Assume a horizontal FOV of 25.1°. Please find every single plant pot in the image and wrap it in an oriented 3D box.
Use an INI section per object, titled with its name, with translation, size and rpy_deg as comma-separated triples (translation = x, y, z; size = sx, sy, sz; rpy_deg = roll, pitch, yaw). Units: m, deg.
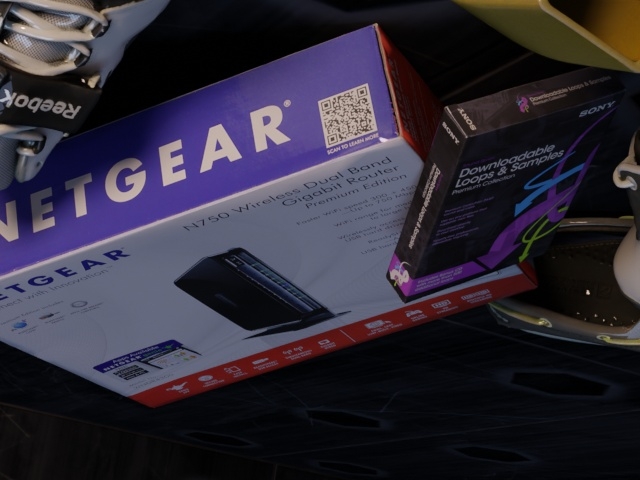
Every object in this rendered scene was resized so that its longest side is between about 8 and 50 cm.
[plant pot]
translation = 0.104, -0.129, 0.666
size = 0.081, 0.081, 0.083
rpy_deg = 23, 169, -41

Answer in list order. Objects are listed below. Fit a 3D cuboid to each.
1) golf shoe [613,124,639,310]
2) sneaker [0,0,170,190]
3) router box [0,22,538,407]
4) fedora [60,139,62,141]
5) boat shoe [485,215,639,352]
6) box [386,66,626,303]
[golf shoe]
translation = 0.238, -0.036, 0.912
size = 0.120, 0.105, 0.273
rpy_deg = 27, 156, -4
[sneaker]
translation = -0.165, -0.099, 0.800
size = 0.122, 0.146, 0.330
rpy_deg = 18, 160, -23
[router box]
translation = -0.053, 0.004, 1.003
size = 0.336, 0.082, 0.301
rpy_deg = -19, 155, 18
[fedora]
translation = -0.276, -0.014, 1.168
size = 0.276, 0.124, 0.244
rpy_deg = -7, 163, 14
[boat shoe]
translation = 0.255, 0.036, 1.088
size = 0.305, 0.109, 0.091
rpy_deg = 3, 168, 32
[box]
translation = 0.110, -0.033, 0.876
size = 0.116, 0.029, 0.162
rpy_deg = -18, 147, -24
